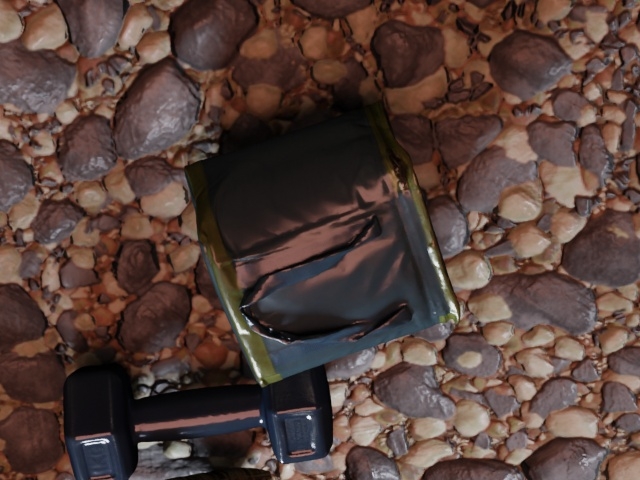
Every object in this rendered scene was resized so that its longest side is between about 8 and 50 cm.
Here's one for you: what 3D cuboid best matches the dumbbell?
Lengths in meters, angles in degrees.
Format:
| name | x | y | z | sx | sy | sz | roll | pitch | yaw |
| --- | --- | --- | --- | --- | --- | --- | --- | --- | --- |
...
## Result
| name | x | y | z | sx | sy | sz | roll | pitch | yaw |
| --- | --- | --- | --- | --- | --- | --- | --- | --- | --- |
| dumbbell | -0.144 | 0.207 | 1.758 | 0.316 | 0.156 | 0.144 | -7 | 91 | -1 |

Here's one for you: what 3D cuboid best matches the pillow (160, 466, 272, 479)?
| name | x | y | z | sx | sy | sz | roll | pitch | yaw |
| --- | --- | --- | --- | --- | --- | --- | --- | --- | --- |
| pillow | -0.168 | 0.314 | 1.814 | 0.203 | 0.038 | 0.113 | 3 | 153 | -47 |

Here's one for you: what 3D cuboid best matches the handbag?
| name | x | y | z | sx | sy | sz | roll | pitch | yaw |
| --- | --- | --- | --- | --- | --- | --- | --- | --- | --- |
| handbag | 0.000 | 0.000 | 1.602 | 0.241 | 0.222 | 0.263 | -18 | 122 | 1 |
